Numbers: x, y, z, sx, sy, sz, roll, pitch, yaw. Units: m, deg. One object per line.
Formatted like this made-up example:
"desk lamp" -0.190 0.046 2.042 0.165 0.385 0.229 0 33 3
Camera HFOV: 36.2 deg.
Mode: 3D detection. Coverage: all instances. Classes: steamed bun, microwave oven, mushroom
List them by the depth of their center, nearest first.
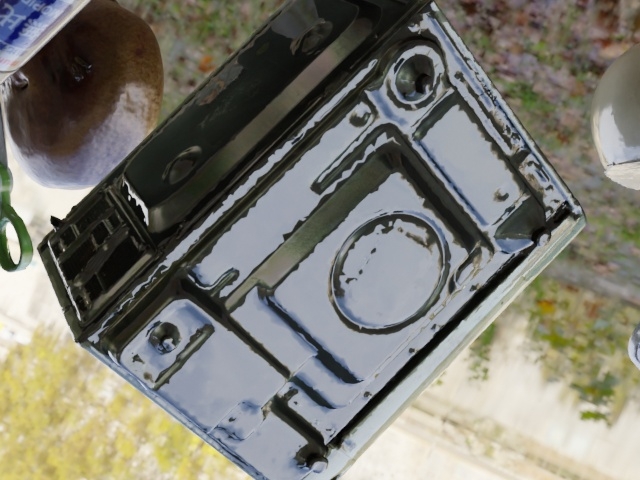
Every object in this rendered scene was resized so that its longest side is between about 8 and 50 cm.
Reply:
"microwave oven" 0.000 0.000 0.909 0.333 0.394 0.247 46 178 -34
"steamed bun" 0.531 -0.176 1.329 0.324 0.206 0.324 9 173 1
"mushroom" -0.377 -0.261 1.587 0.345 0.346 0.259 21 -159 29

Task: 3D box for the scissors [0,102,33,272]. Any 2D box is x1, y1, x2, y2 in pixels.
"scissors" -0.374 -0.065 1.127 0.101 0.205 0.027 4 -170 34

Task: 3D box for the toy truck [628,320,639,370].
"toy truck" 0.436 0.057 1.043 0.155 0.268 0.124 9 -152 -29

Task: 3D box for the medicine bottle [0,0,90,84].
"medicine bottle" -0.320 -0.253 0.991 0.130 0.341 0.130 42 -152 -29
